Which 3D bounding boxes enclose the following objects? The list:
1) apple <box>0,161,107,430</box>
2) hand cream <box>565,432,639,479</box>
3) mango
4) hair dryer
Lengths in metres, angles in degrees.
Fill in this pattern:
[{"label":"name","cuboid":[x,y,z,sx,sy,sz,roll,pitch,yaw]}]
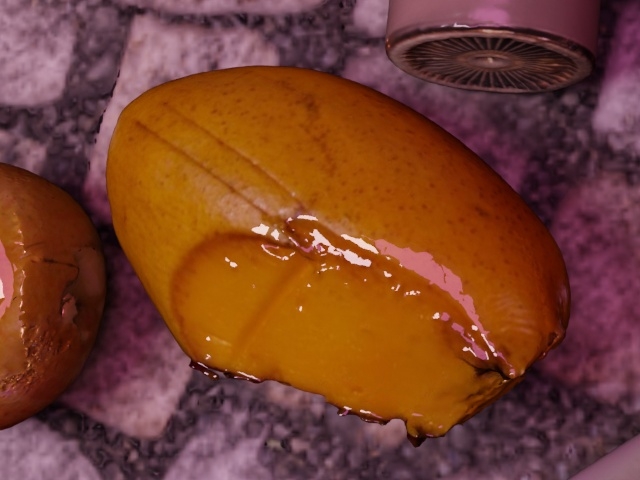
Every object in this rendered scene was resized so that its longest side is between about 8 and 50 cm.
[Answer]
[{"label":"apple","cuboid":[-0.182,0.028,0.566,0.146,0.146,0.147,-1,82,10]},{"label":"hand cream","cuboid":[0.137,0.148,0.529,0.312,0.070,0.111,-41,82,6]},{"label":"mango","cuboid":[0.000,0.000,0.542,0.252,0.126,0.154,31,100,19]},{"label":"hair dryer","cuboid":[0.211,-0.164,0.554,0.344,0.107,0.189,6,82,1]}]
